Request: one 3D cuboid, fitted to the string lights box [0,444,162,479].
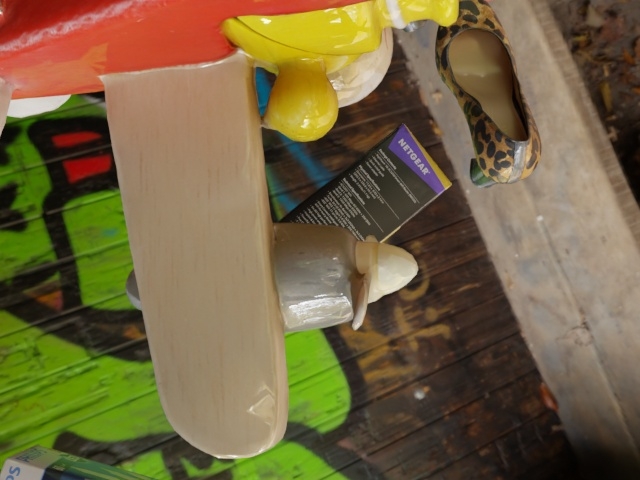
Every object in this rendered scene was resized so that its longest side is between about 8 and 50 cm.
[{"bbox_3d":[-0.226,0.312,0.807,0.133,0.260,0.076,132,156,-77],"label":"string lights box"}]

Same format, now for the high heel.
[{"bbox_3d":[0.189,-0.189,0.781,0.186,0.093,0.261,28,-127,-89],"label":"high heel"}]

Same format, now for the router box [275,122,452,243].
[{"bbox_3d":[0.000,0.000,0.810,0.081,0.243,0.309,51,176,0],"label":"router box"}]

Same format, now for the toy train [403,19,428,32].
[{"bbox_3d":[0.038,-0.439,0.998,0.334,0.142,0.190,37,-158,-36],"label":"toy train"}]

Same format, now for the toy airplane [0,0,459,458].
[{"bbox_3d":[-0.062,-0.133,0.417,0.384,0.272,0.386,38,104,28],"label":"toy airplane"}]
